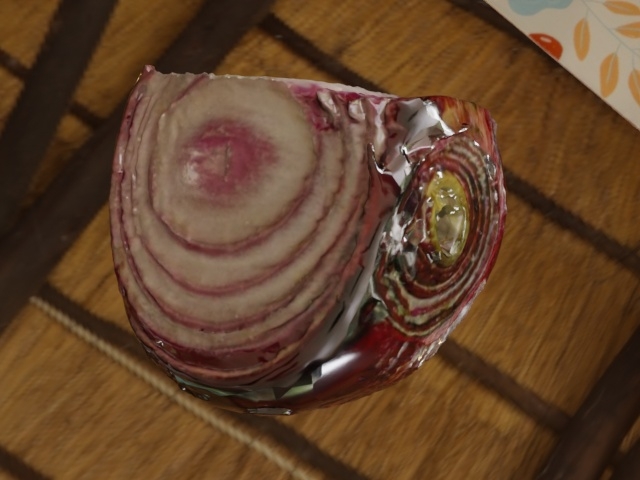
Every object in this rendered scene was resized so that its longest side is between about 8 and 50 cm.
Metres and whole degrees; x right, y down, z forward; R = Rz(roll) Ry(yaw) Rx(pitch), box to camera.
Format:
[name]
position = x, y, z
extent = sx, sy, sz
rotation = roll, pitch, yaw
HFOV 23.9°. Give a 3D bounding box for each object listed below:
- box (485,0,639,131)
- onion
[box]
position = 0.257, -0.246, 0.910
extent = 0.385, 0.122, 0.344
rotation = 38, -49, -10
[onion]
position = -0.001, 0.006, 0.919
extent = 0.216, 0.206, 0.207
rotation = 15, -88, 34
